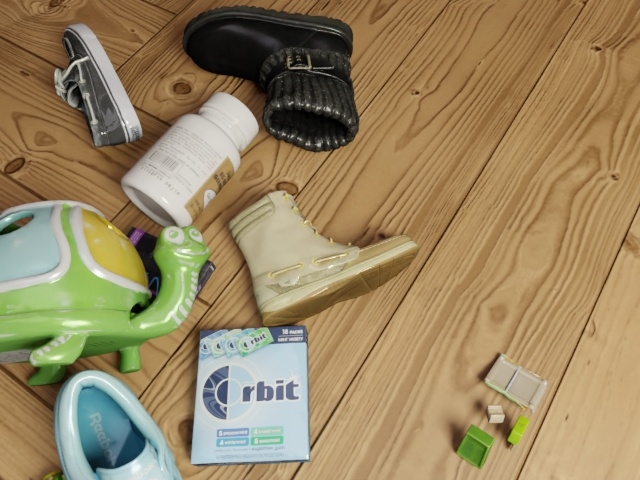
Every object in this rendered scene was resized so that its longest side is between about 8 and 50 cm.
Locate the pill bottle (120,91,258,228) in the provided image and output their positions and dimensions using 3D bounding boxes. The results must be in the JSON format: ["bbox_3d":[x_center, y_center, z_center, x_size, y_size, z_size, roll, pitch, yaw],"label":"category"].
[{"bbox_3d":[-0.212,-0.137,0.895,0.131,0.131,0.229,29,67,18],"label":"pill bottle"}]

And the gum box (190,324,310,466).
[{"bbox_3d":[-0.095,0.217,0.748,0.157,0.041,0.184,-4,62,2],"label":"gum box"}]

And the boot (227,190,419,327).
[{"bbox_3d":[0.000,0.000,0.832,0.262,0.095,0.203,-24,62,-4],"label":"boot"}]

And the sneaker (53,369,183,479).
[{"bbox_3d":[-0.215,0.312,0.614,0.135,0.150,0.366,-32,73,-31],"label":"sneaker"}]

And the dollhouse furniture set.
[{"bbox_3d":[0.246,0.236,0.726,0.076,0.058,0.152,29,48,26],"label":"dollhouse furniture set"}]

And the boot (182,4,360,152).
[{"bbox_3d":[-0.099,-0.297,0.975,0.348,0.131,0.260,1,62,4],"label":"boot"}]

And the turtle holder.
[{"bbox_3d":[-0.337,0.062,0.709,0.320,0.243,0.227,-19,69,28],"label":"turtle holder"}]

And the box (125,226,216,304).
[{"bbox_3d":[-0.267,0.056,0.853,0.162,0.029,0.116,22,65,14],"label":"box"}]

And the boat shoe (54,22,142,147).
[{"bbox_3d":[-0.448,-0.295,1.008,0.105,0.113,0.306,-23,71,-25],"label":"boat shoe"}]

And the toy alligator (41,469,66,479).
[{"bbox_3d":[-0.310,0.312,0.704,0.190,0.051,0.056,-28,64,-11],"label":"toy alligator"}]
